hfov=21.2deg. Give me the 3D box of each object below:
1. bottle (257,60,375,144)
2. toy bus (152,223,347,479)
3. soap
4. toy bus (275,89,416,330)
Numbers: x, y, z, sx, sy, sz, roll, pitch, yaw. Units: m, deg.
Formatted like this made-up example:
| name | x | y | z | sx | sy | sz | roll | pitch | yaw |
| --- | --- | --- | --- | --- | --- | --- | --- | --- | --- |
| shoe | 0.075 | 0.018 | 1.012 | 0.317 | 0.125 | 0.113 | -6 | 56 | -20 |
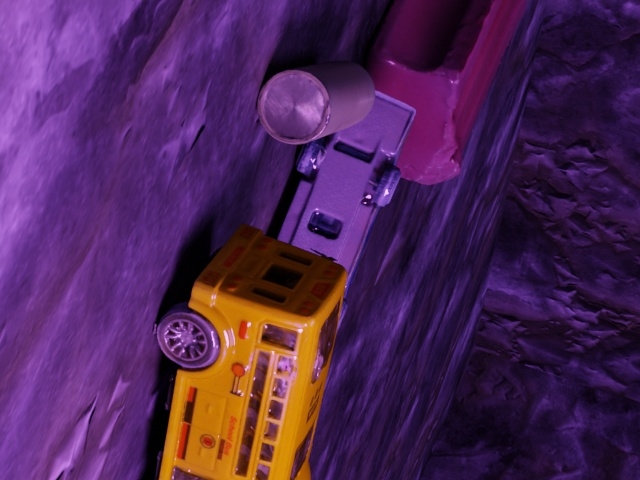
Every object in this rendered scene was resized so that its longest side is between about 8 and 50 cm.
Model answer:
| name | x | y | z | sx | sy | sz | roll | pitch | yaw |
| --- | --- | --- | --- | --- | --- | --- | --- | --- | --- |
| bottle | -0.001 | -0.138 | 1.679 | 0.201 | 0.072 | 0.072 | -29 | 137 | -74 |
| toy bus | -0.075 | 0.162 | 1.597 | 0.144 | 0.152 | 0.330 | -56 | 160 | -58 |
| soap | 0.168 | -0.263 | 2.155 | 0.233 | 0.128 | 0.359 | 91 | 20 | -53 |
| toy bus | 0.000 | 0.000 | 1.844 | 0.136 | 0.109 | 0.330 | 109 | 3 | -77 |
